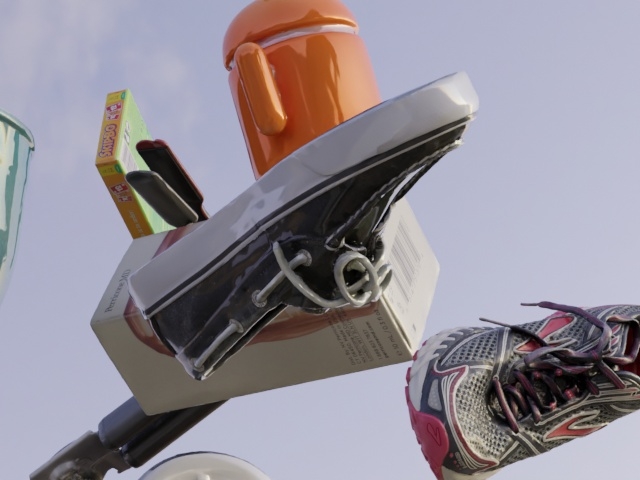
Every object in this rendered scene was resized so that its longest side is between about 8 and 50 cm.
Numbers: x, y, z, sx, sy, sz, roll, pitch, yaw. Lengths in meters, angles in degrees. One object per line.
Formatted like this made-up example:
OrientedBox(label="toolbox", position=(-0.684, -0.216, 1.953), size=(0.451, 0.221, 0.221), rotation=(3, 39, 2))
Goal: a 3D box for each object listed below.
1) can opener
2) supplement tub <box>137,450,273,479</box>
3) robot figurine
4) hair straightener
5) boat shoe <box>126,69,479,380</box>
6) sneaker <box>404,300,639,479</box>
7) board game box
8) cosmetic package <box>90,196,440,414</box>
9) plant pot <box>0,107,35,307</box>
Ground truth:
OrientedBox(label="can opener", position=(-0.222, 0.211, 1.938), size=(0.283, 0.095, 0.076), rotation=(-37, -58, 14))
OrientedBox(label="supplement tub", position=(-0.155, 0.365, 1.781), size=(0.194, 0.193, 0.316), rotation=(-1, -28, -21))
OrientedBox(label="robot figurine", position=(-0.012, -0.124, 1.452), size=(0.158, 0.219, 0.128), rotation=(-11, -12, -25))
OrientedBox(label="hair straightener", position=(-0.144, -0.001, 1.757), size=(0.047, 0.089, 0.230), rotation=(-1, -39, 24))
OrientedBox(label="boat shoe", position=(-0.002, 0.001, 1.084), size=(0.306, 0.105, 0.113), rotation=(-34, -4, 31))
OrientedBox(label="sneaker", position=(0.182, 0.104, 1.321), size=(0.299, 0.120, 0.112), rotation=(-20, 2, -43))
OrientedBox(label="board game box", position=(-0.199, -0.041, 1.967), size=(0.039, 0.124, 0.259), rotation=(-12, -47, 14))
OrientedBox(label="cosmetic package", position=(-0.052, 0.053, 1.613), size=(0.296, 0.153, 0.129), rotation=(-15, -58, 24))
OrientedBox(label="plant pot", position=(-0.417, 0.018, 1.599), size=(0.272, 0.255, 0.271), rotation=(0, -19, 0))
